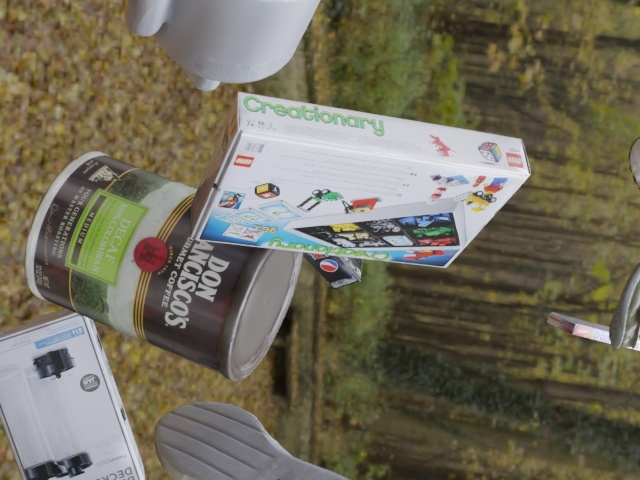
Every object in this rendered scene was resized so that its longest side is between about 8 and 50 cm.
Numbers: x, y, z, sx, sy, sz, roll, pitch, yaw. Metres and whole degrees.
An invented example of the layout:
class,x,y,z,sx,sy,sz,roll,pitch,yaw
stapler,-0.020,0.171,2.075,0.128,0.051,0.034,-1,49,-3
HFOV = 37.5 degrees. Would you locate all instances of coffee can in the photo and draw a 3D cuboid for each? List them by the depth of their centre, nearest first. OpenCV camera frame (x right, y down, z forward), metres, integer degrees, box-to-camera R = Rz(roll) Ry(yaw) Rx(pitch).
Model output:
class,x,y,z,sx,sy,sz,roll,pitch,yaw
coffee can,-0.186,0.029,1.152,0.201,0.275,0.201,20,90,-77

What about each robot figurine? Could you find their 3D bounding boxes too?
class,x,y,z,sx,sy,sz,roll,pitch,yaw
robot figurine,-0.090,-0.323,1.098,0.300,0.199,0.353,-32,169,-30

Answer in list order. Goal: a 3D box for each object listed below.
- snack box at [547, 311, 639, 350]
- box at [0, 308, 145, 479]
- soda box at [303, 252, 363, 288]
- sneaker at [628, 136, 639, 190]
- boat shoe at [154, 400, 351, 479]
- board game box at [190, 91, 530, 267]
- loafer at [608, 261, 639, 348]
class,x,y,z,sx,sy,sz,roll,pitch,yaw
snack box,0.479,0.158,1.635,0.064,0.178,0.022,30,-77,57
box,-0.384,0.256,1.413,0.087,0.169,0.289,-162,-124,-75
soda box,0.000,0.000,1.479,0.169,0.053,0.060,49,34,-32
sneaker,0.621,-0.059,1.584,0.100,0.271,0.108,-36,-169,-22
boat shoe,-0.073,0.296,1.083,0.121,0.335,0.119,-32,126,-32
board game box,0.035,-0.052,0.979,0.193,0.305,0.053,124,-33,-52
loafer,0.512,0.067,1.415,0.251,0.087,0.094,-53,157,-26
